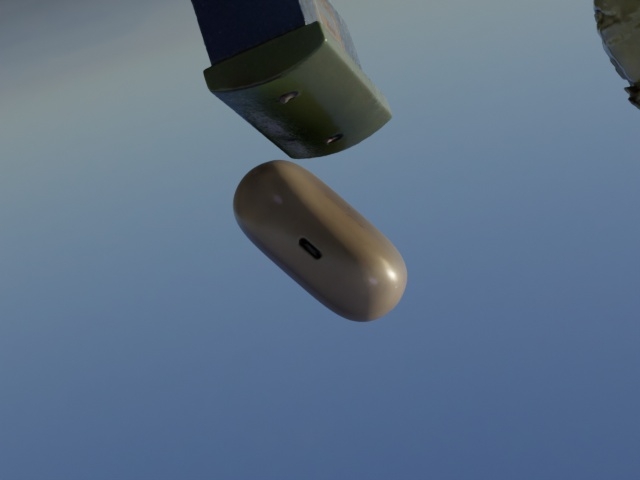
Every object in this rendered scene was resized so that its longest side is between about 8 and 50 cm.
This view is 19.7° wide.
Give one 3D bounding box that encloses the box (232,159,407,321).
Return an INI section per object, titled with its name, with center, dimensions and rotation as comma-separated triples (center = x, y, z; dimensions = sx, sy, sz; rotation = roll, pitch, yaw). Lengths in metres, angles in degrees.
[box]
center = 0.000, 0.000, 1.856
dimensions = 0.088, 0.200, 0.146
rotation = -48, 177, 11

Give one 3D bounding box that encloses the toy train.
[toy train]
center = -0.043, -0.195, 1.662
dimensions = 0.131, 0.202, 0.300
rotation = -20, 166, 11

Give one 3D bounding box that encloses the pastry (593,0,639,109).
[pastry]
center = 0.268, -0.162, 1.293
dimensions = 0.166, 0.166, 0.088
rotation = -18, -172, -1
